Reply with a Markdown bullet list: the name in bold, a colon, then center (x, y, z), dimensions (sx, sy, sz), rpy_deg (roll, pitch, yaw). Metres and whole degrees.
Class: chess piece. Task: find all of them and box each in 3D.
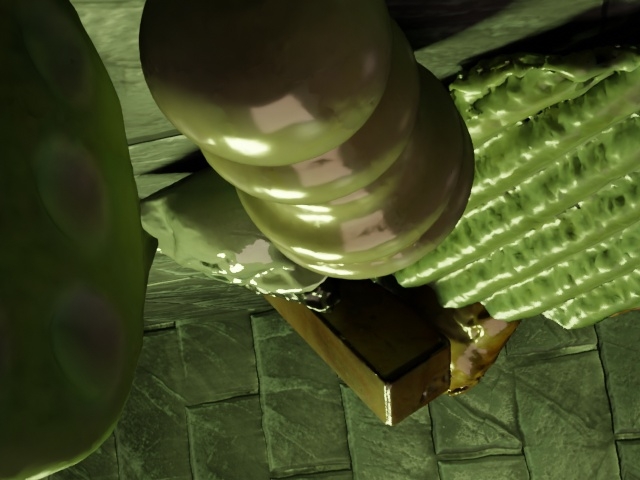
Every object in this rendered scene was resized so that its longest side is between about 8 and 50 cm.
- **chess piece**: center (-0.007, -0.080, 0.550), dimensions (0.167, 0.167, 0.299), rpy_deg (-10, 165, 13)

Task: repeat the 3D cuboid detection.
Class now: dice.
- **dice**: center (-0.241, -0.003, 0.422), dimensions (0.249, 0.252, 0.254), rpy_deg (-10, 174, 18)

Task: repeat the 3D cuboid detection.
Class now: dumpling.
- **dumpling**: center (-0.074, -0.009, 0.942), dimensions (0.228, 0.151, 0.124), rpy_deg (-6, -152, 22)

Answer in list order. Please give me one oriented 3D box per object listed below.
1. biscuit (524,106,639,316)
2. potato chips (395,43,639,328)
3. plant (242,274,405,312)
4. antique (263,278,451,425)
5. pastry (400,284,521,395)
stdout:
- **biscuit**: center (0.236, -0.015, 0.952), dimensions (0.277, 0.052, 0.262), rpy_deg (38, 132, -18)
- **potato chips**: center (0.224, -0.031, 0.833), dimensions (0.358, 0.070, 0.429), rpy_deg (27, 146, -22)
- **plant**: center (0.000, 0.000, 1.044), dimensions (0.203, 0.142, 0.131), rpy_deg (9, -149, 16)
- **antique**: center (0.022, 0.080, 1.122), dimensions (0.093, 0.310, 0.087), rpy_deg (-30, 137, -22)
- **pastry**: center (0.194, 0.037, 1.166), dimensions (0.162, 0.311, 0.255), rpy_deg (30, -148, 7)
